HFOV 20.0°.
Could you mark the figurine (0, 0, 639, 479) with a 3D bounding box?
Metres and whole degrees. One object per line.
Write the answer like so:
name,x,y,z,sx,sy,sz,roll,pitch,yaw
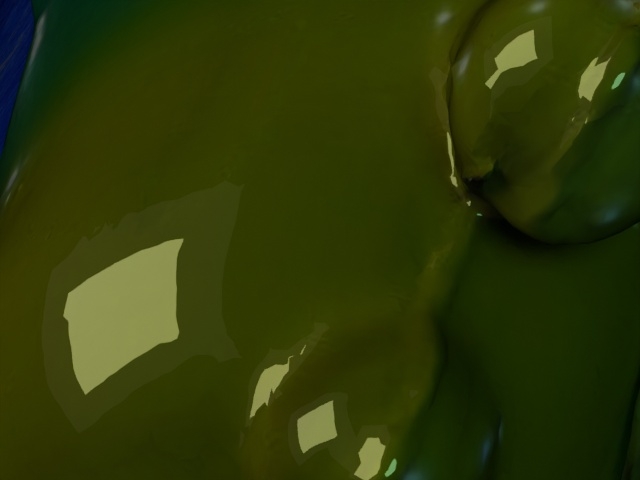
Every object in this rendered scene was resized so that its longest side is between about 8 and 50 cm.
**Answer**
figurine,0.000,0.000,0.538,0.323,0.231,0.340,-49,15,36
